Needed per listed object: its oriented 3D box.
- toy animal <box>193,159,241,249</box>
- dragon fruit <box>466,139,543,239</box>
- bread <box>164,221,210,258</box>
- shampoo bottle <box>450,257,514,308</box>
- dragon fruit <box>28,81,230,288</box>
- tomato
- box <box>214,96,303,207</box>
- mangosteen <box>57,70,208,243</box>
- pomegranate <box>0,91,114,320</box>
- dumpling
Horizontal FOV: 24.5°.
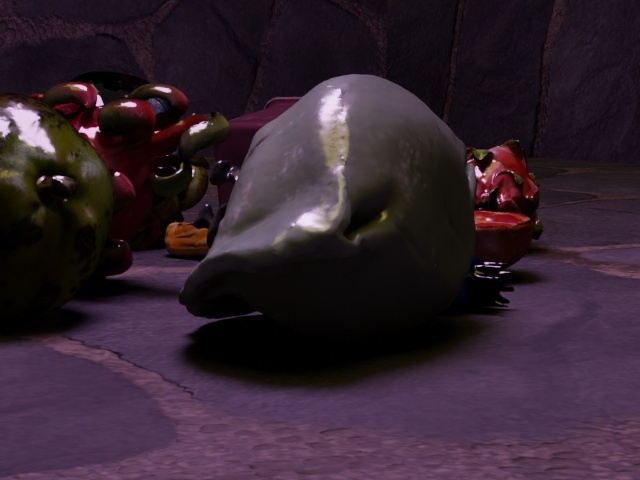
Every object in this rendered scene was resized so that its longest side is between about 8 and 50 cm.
[{"bbox_3d":[-0.057,-0.017,1.653,0.168,0.106,0.343,22,12,2],"label":"toy animal"},{"bbox_3d":[0.221,-0.050,1.920,0.137,0.135,0.236,-4,-12,13],"label":"dragon fruit"},{"bbox_3d":[-0.138,-0.002,1.817,0.111,0.044,0.083,2,5,38],"label":"bread"},{"bbox_3d":[0.098,0.038,1.438,0.183,0.050,0.087,3,5,25],"label":"shampoo bottle"},{"bbox_3d":[-0.248,-0.068,1.532,0.198,0.273,0.218,10,41,-47],"label":"dragon fruit"},{"bbox_3d":[0.160,0.005,1.644,0.156,0.069,0.155,-1,10,0],"label":"tomato"},{"bbox_3d":[-0.004,-0.098,2.054,0.294,0.193,0.167,5,13,35],"label":"box"},{"bbox_3d":[-0.260,-0.103,1.924,0.243,0.243,0.243,0,7,0],"label":"mangosteen"},{"bbox_3d":[-0.320,-0.003,1.360,0.222,0.276,0.204,20,31,-42],"label":"pomegranate"},{"bbox_3d":[0.022,-0.003,1.260,0.212,0.270,0.321,36,5,41],"label":"dumpling"}]
